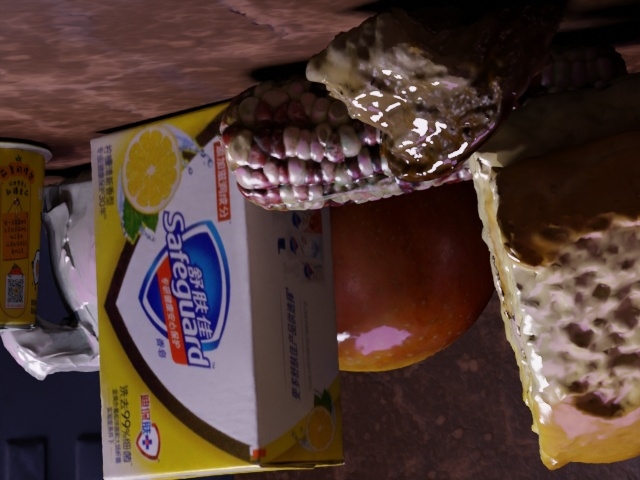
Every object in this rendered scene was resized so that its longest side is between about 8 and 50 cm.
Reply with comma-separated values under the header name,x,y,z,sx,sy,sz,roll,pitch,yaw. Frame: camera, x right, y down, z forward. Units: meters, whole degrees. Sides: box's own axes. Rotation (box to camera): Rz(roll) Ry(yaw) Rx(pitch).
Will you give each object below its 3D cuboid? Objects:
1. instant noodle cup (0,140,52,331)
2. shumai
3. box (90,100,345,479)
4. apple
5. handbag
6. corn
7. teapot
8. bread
name,x,y,z,sx,sy,sz,roll,pitch,yaw
instant noodle cup,-0.295,0.006,1.320,0.182,0.144,0.182,-5,175,0
shumai,0.074,-0.099,0.950,0.139,0.105,0.123,3,-134,51
box,-0.078,0.041,1.242,0.168,0.265,0.097,-9,170,41
apple,0.032,0.000,1.351,0.210,0.173,0.235,-30,-155,-37
handbag,-0.237,0.122,1.638,0.303,0.329,0.122,-1,177,-33
corn,0.070,-0.079,1.092,0.280,0.092,0.092,-11,174,10
teapot,-0.170,0.026,1.455,0.221,0.178,0.163,2,171,-44
bread,0.290,0.000,1.012,0.375,0.236,0.165,-15,-148,5
